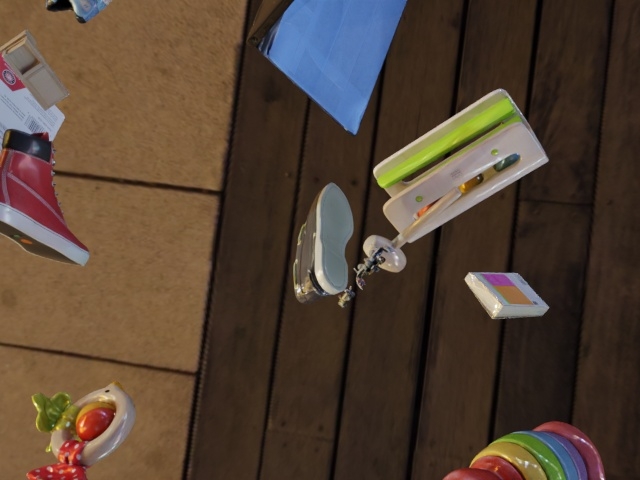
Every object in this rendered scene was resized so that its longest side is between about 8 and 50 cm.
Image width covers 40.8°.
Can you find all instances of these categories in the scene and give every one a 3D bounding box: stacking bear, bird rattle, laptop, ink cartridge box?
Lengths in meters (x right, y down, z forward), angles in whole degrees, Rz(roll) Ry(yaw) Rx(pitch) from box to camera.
[{"bbox_3d":[0.290,0.383,1.314,0.175,0.289,0.164,30,116,44],"label":"stacking bear"},{"bbox_3d":[-0.433,0.348,1.556,0.207,0.253,0.143,-33,115,-5],"label":"bird rattle"},{"bbox_3d":[0.083,-0.398,1.175,0.236,0.408,0.382,24,78,-15],"label":"laptop"},{"bbox_3d":[-0.642,-0.201,1.661,0.114,0.197,0.273,-11,46,28],"label":"ink cartridge box"}]

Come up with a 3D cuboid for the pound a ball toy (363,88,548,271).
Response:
[{"bbox_3d":[0.224,-0.080,1.446,0.319,0.208,0.136,-33,125,17],"label":"pound a ball toy"}]

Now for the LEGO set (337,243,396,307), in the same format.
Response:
[{"bbox_3d":[0.041,0.028,0.823,0.023,0.083,0.054,42,129,9],"label":"LEGO set"}]

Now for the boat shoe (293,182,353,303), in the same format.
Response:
[{"bbox_3d":[0.000,0.000,1.316,0.068,0.228,0.081,-30,122,29],"label":"boat shoe"}]

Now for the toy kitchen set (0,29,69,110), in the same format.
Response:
[{"bbox_3d":[-0.334,-0.183,0.962,0.068,0.083,0.075,-35,117,-3],"label":"toy kitchen set"}]

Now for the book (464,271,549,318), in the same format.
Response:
[{"bbox_3d":[0.339,0.095,1.560,0.096,0.144,0.035,55,126,36],"label":"book"}]

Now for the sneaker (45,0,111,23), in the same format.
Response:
[{"bbox_3d":[-0.373,-0.361,1.204,0.162,0.063,0.073,36,87,15],"label":"sneaker"}]

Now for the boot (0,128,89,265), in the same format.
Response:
[{"bbox_3d":[-0.432,-0.070,1.372,0.088,0.244,0.176,4,68,22],"label":"boot"}]
